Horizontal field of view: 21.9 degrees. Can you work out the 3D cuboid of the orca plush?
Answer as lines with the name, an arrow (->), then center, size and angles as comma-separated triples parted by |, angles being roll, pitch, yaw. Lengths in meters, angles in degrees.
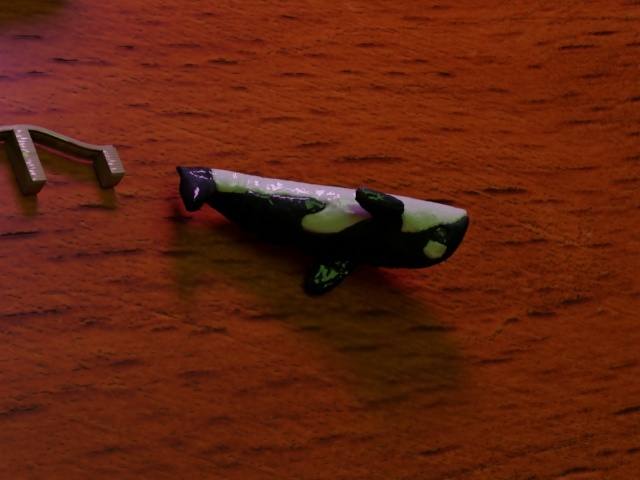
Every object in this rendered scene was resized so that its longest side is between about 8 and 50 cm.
orca plush -> 0.000, 0.000, 1.558 | 0.287, 0.151, 0.102 | 10, 85, -32

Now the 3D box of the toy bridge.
toy bridge -> -0.264, -0.073, 1.480 | 0.188, 0.026, 0.063 | -7, 62, -38
